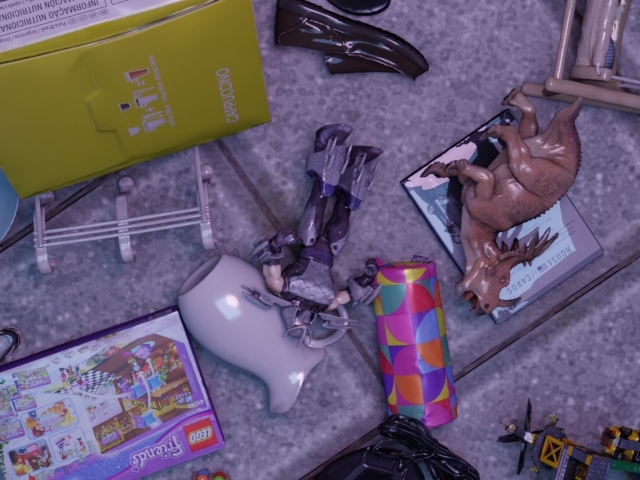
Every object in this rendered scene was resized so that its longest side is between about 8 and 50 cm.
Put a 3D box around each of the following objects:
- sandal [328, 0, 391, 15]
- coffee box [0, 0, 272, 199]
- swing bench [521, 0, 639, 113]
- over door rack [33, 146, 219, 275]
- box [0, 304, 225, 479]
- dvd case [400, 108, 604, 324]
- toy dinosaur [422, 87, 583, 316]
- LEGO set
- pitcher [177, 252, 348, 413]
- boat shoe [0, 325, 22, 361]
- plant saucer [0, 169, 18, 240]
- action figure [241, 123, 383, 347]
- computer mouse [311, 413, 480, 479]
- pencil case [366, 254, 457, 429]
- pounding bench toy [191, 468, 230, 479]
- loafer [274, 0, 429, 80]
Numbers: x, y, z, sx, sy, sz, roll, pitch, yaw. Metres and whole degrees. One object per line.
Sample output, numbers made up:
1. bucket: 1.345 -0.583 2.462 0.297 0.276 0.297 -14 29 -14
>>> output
1. sandal: 0.012 -0.411 1.735 0.097 0.054 0.254 -28 95 1
2. coffee box: -0.267 -0.297 1.535 0.338 0.337 0.334 -17 69 -5
3. swing bench: 0.420 -0.294 1.705 0.254 0.165 0.253 9 94 -3
4. over door rack: -0.269 -0.126 1.735 0.239 0.108 0.324 -9 81 -1
5. box: -0.297 0.229 1.762 0.293 0.057 0.201 -19 99 -5
6. dvd case: 0.248 -0.032 1.788 0.179 0.029 0.239 -34 96 1
7. toy dinosaur: 0.260 -0.062 1.683 0.200 0.127 0.295 43 113 -7
8. LEGO set: 0.333 0.384 1.781 0.255 0.192 0.331 5 99 -32
9. pitcher: -0.074 0.100 1.753 0.207 0.125 0.178 47 70 -14
10. boat shoe: -0.459 0.163 1.775 0.125 0.038 0.046 -34 96 1
11. plant saucer: -0.498 -0.066 1.756 0.195 0.037 0.195 0 94 -3
12. action figure: 0.000 0.000 1.694 0.185 0.099 0.285 23 75 -36
13. computer mouse: 0.064 0.336 1.771 0.272 0.072 0.188 -39 121 17
14. pencil case: 0.123 0.137 1.767 0.104 0.104 0.236 -8 93 -1
15. pounding bench toy: -0.153 0.351 1.779 0.052 0.083 0.065 8 95 -2
16. loafer: 0.037 -0.255 1.745 0.220 0.080 0.078 22 103 2
